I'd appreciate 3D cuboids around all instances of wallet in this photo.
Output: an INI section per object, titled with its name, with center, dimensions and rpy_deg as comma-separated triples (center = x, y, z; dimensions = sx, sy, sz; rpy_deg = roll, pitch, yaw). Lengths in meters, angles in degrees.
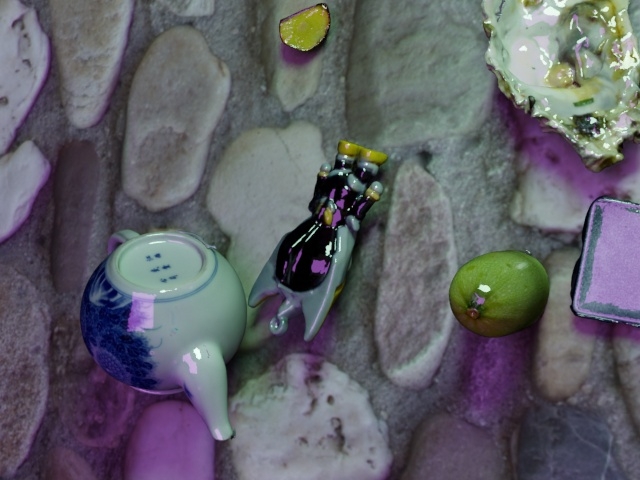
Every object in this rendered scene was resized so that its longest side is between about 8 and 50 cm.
[wallet]
center = 0.447, 0.036, 1.119
dimensions = 0.222, 0.036, 0.167
rpy_deg = 10, 90, 24

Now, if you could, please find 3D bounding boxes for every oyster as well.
[oyster]
center = 0.327, -0.251, 1.171
dimensions = 0.201, 0.107, 0.354
rpy_deg = -7, 70, 5

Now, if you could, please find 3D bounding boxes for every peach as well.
[peach]
center = -0.023, -0.344, 1.356
dimensions = 0.077, 0.050, 0.083
rpy_deg = 26, 108, 1

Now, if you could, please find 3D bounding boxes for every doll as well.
[doll]
center = -0.003, -0.001, 1.294
dimensions = 0.145, 0.103, 0.316
rpy_deg = 25, 91, 19

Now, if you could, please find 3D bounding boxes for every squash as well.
[squash]
center = 0.228, 0.073, 1.139
dimensions = 0.123, 0.186, 0.123
rpy_deg = 1, 93, 28

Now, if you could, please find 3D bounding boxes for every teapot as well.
[teapot]
center = -0.243, 0.135, 1.337
dimensions = 0.424, 0.252, 0.280
rpy_deg = 46, 143, 40
